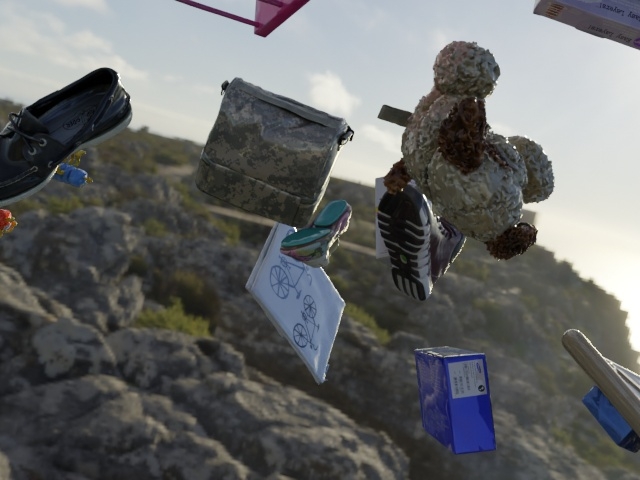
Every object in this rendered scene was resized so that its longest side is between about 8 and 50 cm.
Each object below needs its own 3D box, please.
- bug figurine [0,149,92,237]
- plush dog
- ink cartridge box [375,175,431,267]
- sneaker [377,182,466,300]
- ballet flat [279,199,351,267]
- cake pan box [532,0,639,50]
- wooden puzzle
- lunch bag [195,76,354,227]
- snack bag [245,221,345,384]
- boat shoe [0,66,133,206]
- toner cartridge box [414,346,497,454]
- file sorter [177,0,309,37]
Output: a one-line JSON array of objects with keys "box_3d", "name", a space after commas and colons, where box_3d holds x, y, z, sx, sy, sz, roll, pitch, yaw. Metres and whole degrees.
[{"box_3d": [-0.574, -0.103, 1.663, 0.216, 0.072, 0.279, 22, 36, 24], "name": "bug figurine"}, {"box_3d": [0.185, -0.091, 1.144, 0.262, 0.211, 0.225, 55, 10, -26], "name": "plush dog"}, {"box_3d": [0.169, -0.034, 1.808, 0.072, 0.175, 0.127, -11, -22, 30], "name": "ink cartridge box"}, {"box_3d": [0.196, -0.031, 1.652, 0.106, 0.162, 0.281, 31, -31, 31], "name": "sneaker"}, {"box_3d": [0.000, 0.000, 1.594, 0.077, 0.079, 0.221, 2, 24, 25], "name": "ballet flat"}, {"box_3d": [0.577, -0.528, 1.811, 0.267, 0.245, 0.070, 19, -19, -4], "name": "cake pan box"}, {"box_3d": [0.491, 0.298, 1.233, 0.348, 0.080, 0.322, 32, 17, -35], "name": "wooden puzzle"}, {"box_3d": [-0.102, -0.207, 2.018, 0.305, 0.256, 0.212, 24, 42, 4], "name": "lunch bag"}, {"box_3d": [-0.052, 0.145, 2.292, 0.037, 0.342, 0.323, -20, 29, 27], "name": "snack bag"}, {"box_3d": [-0.449, -0.177, 1.458, 0.340, 0.113, 0.127, -34, 66, -28], "name": "boat shoe"}, {"box_3d": [0.242, 0.285, 1.660, 0.075, 0.165, 0.348, -4, -4, -3], "name": "toner cartridge box"}, {"box_3d": [-0.074, -0.427, 1.135, 0.182, 0.202, 0.291, 11, -18, -30], "name": "file sorter"}]
